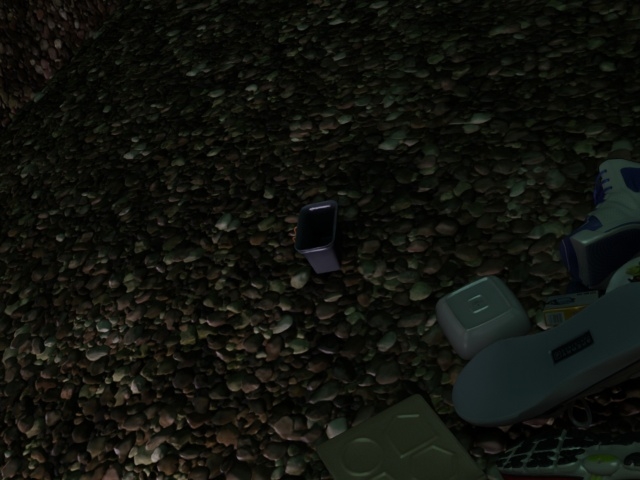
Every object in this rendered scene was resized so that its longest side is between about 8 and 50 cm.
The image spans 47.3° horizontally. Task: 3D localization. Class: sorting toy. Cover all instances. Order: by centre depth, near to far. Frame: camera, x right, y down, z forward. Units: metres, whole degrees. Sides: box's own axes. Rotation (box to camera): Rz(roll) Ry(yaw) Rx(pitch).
[{"bbox_3d":[0.118,0.340,1.106,0.193,0.038,0.208,-24,35,-14],"label":"sorting toy"}]

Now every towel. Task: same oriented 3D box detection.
[{"bbox_3d":[0.435,0.109,1.209,0.067,0.029,0.119,4,49,31],"label":"towel"}]

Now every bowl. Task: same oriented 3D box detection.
[{"bbox_3d":[0.275,0.123,1.258,0.142,0.053,0.142,-24,41,-1],"label":"bowl"}]

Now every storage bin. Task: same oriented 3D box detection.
[{"bbox_3d":[0.000,0.000,1.496,0.098,0.091,0.135,-11,42,16],"label":"storage bin"}]

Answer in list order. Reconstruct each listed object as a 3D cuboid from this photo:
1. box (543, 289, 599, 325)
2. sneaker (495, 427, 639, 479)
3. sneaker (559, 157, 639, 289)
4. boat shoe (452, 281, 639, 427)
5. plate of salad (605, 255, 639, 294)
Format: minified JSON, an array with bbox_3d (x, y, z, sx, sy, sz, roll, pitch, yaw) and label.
[{"bbox_3d":[0.396,0.104,1.145,0.081,0.028,0.136,-10,1,22],"label":"box"},{"bbox_3d":[0.361,0.324,0.965,0.279,0.118,0.107,-11,10,44],"label":"sneaker"},{"bbox_3d":[0.519,-0.043,1.263,0.316,0.127,0.182,-26,34,-17],"label":"sneaker"},{"bbox_3d":[0.375,0.191,1.080,0.367,0.156,0.135,-38,37,31],"label":"boat shoe"},{"bbox_3d":[0.541,0.101,1.117,0.200,0.048,0.199,-5,59,9],"label":"plate of salad"}]
